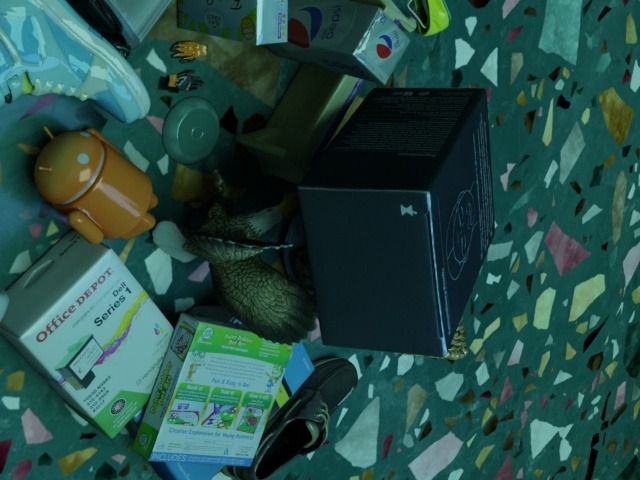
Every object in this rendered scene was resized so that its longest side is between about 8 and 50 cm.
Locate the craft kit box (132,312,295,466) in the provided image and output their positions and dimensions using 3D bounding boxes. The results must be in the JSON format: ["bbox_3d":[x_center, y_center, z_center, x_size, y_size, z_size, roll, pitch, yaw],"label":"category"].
[{"bbox_3d":[-0.179,0.264,1.783,0.249,0.061,0.247,19,95,-48],"label":"craft kit box"}]

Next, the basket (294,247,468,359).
[{"bbox_3d":[0.102,0.130,1.934,0.213,0.299,0.223,-29,123,-33],"label":"basket"}]

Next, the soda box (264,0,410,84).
[{"bbox_3d":[0.006,-0.343,1.709,0.098,0.286,0.091,35,83,-45],"label":"soda box"}]

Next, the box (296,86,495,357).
[{"bbox_3d":[0.141,-0.044,1.695,0.395,0.211,0.294,-56,144,-54],"label":"box"}]

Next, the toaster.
[{"bbox_3d":[-0.301,-0.386,1.511,0.146,0.129,0.227,-54,134,-16],"label":"toaster"}]

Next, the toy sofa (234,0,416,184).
[{"bbox_3d":[0.024,-0.269,1.857,0.177,0.150,0.363,38,79,-44],"label":"toy sofa"}]

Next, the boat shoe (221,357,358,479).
[{"bbox_3d":[-0.041,0.371,2.065,0.355,0.130,0.132,-38,129,-27],"label":"boat shoe"}]

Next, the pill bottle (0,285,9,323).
[{"bbox_3d":[-0.600,0.214,1.395,0.224,0.224,0.392,24,89,-46],"label":"pill bottle"}]

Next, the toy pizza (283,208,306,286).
[{"bbox_3d":[0.000,0.000,2.027,0.201,0.032,0.201,-17,116,-38],"label":"toy pizza"}]

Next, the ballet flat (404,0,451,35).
[{"bbox_3d":[0.189,-0.491,1.987,0.077,0.077,0.231,-35,131,-8],"label":"ballet flat"}]

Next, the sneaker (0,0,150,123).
[{"bbox_3d":[-0.405,-0.230,1.479,0.319,0.127,0.208,45,72,-34],"label":"sneaker"}]

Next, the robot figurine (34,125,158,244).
[{"bbox_3d":[-0.347,-0.084,1.584,0.219,0.128,0.158,40,77,-41],"label":"robot figurine"}]

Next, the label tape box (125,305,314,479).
[{"bbox_3d":[-0.194,0.259,1.889,0.348,0.115,0.249,-45,132,-25],"label":"label tape box"}]

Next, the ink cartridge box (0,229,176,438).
[{"bbox_3d":[-0.368,0.152,1.669,0.201,0.117,0.278,-47,133,-20],"label":"ink cartridge box"}]

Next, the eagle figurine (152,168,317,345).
[{"bbox_3d":[-0.134,0.016,1.684,0.226,0.298,0.225,12,123,-26],"label":"eagle figurine"}]

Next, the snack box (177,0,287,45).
[{"bbox_3d":[-0.139,-0.405,1.602,0.070,0.207,0.175,-15,117,-39],"label":"snack box"}]

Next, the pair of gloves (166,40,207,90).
[{"bbox_3d":[-0.220,-0.290,1.712,0.074,0.010,0.083,-5,111,-43],"label":"pair of gloves"}]

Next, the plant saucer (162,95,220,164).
[{"bbox_3d":[-0.214,-0.184,1.752,0.119,0.021,0.119,-18,118,-38],"label":"plant saucer"}]
